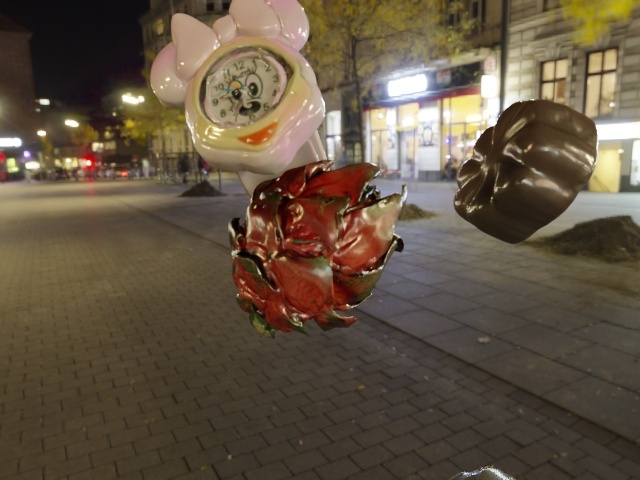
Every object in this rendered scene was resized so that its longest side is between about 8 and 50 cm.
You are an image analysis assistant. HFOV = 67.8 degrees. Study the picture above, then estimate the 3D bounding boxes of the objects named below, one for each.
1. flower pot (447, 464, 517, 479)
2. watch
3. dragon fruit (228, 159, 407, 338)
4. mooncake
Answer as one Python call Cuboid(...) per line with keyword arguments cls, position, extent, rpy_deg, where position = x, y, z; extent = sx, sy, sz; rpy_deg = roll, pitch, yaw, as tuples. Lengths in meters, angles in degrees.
Cuboid(cls="flower pot", position=(0.177, 0.328, 0.479), extent=(0.235, 0.235, 0.140), rpy_deg=(-7, 28, -29))
Cuboid(cls="watch", position=(-0.082, -0.163, 0.640), extent=(0.211, 0.248, 0.217), rpy_deg=(-21, -19, 6))
Cuboid(cls="dragon fruit", position=(-0.006, 0.004, 0.515), extent=(0.182, 0.182, 0.188), rpy_deg=(4, 31, 29))
Cuboid(cls="mooncake", position=(0.418, -0.149, 1.005), extent=(0.154, 0.306, 0.306), rpy_deg=(22, 7, -10))
